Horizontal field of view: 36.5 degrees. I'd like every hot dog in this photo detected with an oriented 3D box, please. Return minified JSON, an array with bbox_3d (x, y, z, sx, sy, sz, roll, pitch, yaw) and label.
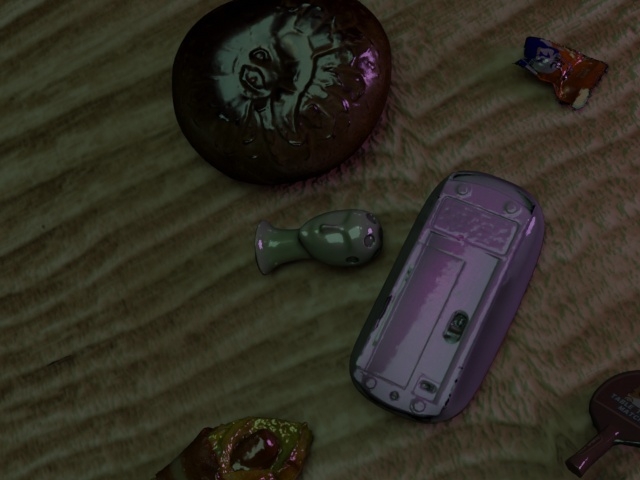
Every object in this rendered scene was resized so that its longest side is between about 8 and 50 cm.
[{"bbox_3d":[-0.125,0.289,1.131,0.261,0.093,0.123,-43,66,-3],"label":"hot dog"}]

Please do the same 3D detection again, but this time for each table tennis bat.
[{"bbox_3d":[0.340,0.237,1.078,0.170,0.119,0.107,-33,37,-23],"label":"table tennis bat"}]

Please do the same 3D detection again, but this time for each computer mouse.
[{"bbox_3d":[0.151,0.064,1.152,0.158,0.072,0.310,23,78,19],"label":"computer mouse"}]

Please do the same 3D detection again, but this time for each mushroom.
[{"bbox_3d":[-0.054,-0.212,1.256,0.297,0.163,0.278,-19,68,9],"label":"mushroom"}]

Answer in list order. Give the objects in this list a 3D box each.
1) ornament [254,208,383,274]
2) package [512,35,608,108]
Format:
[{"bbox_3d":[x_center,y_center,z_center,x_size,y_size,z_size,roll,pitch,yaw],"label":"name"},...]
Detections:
[{"bbox_3d":[0.000,0.000,1.212,0.156,0.081,0.074,-5,65,18],"label":"ornament"},{"bbox_3d":[0.302,-0.217,1.238,0.111,0.033,0.077,29,56,8],"label":"package"}]
